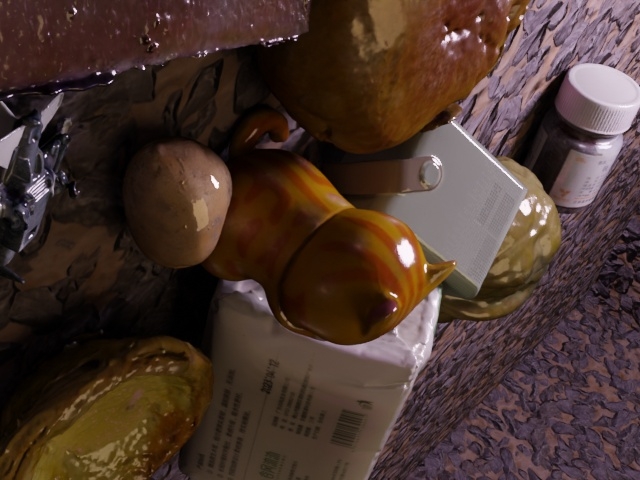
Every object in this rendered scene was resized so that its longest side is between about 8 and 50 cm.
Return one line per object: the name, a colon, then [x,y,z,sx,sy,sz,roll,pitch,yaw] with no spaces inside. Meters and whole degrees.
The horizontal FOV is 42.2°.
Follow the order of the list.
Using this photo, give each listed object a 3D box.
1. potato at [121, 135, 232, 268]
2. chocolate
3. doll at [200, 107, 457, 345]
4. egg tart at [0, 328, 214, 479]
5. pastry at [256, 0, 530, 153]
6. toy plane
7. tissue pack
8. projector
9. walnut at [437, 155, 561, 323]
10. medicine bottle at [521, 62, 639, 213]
potato: [-0.138,-0.039,0.798,0.112,0.112,0.147,-33,156,-36]
chocolate: [-0.135,-0.190,0.588,0.321,0.112,0.111,-26,137,-45]
doll: [-0.011,0.006,0.880,0.167,0.270,0.162,-38,157,-37]
egg tart: [-0.247,0.194,0.907,0.294,0.123,0.294,-37,153,-23]
pastry: [0.090,-0.248,0.838,0.356,0.164,0.356,-38,153,-23]
toy plane: [-0.244,-0.022,0.660,0.160,0.082,0.234,-65,175,-52]
tissue pack: [-0.023,0.179,1.079,0.193,0.266,0.356,-71,179,-50]
projector: [0.123,-0.059,1.063,0.243,0.163,0.177,35,75,-29]
walnut: [0.231,-0.001,1.326,0.277,0.282,0.253,-23,105,-34]
medicine bottle: [0.515,-0.199,1.659,0.165,0.165,0.273,-32,150,-38]
